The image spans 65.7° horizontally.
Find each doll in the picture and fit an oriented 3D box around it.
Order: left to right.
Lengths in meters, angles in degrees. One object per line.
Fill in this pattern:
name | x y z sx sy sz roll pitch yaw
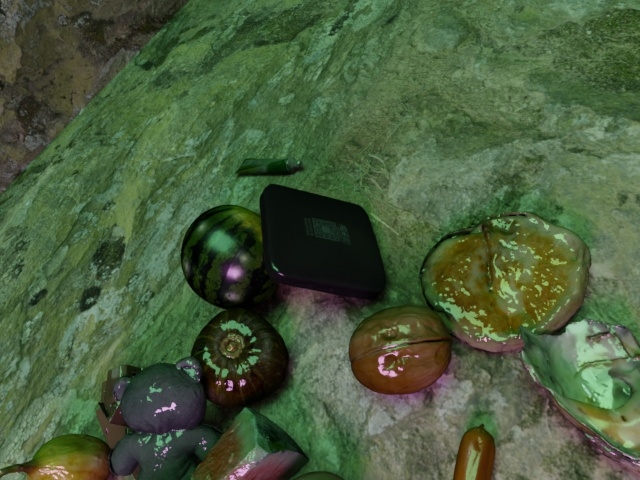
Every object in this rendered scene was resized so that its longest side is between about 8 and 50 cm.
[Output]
doll | -0.303 0.406 1.004 0.246 0.340 0.158 -11 6 7

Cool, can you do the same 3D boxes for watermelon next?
watermelon | -0.164 0.448 0.910 0.140 0.193 0.256 30 72 39
watermelon | -0.210 0.042 1.205 0.269 0.269 0.269 -14 49 17

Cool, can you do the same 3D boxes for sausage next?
sausage | 0.254 0.398 0.834 0.062 0.054 0.183 -17 44 52

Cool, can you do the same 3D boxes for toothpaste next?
toothpaste | -0.163 -0.237 1.559 0.248 0.047 0.078 3 52 31

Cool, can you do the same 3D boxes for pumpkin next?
pumpkin | -0.179 0.267 1.096 0.219 0.162 0.219 3 54 -4

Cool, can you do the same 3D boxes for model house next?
model house | -0.401 0.413 1.086 0.181 0.176 0.248 -21 58 11

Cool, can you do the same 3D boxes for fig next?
fig | -0.565 0.486 1.043 0.159 0.257 0.159 -7 67 16

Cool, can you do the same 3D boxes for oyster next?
oyster | 0.465 0.248 0.814 0.275 0.100 0.271 5 55 22

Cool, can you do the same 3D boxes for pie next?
pie | 0.372 0.071 1.024 0.339 0.077 0.339 -11 49 14

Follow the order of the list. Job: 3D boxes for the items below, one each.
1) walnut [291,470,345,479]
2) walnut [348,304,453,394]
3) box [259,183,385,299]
walnut | -0.015 0.475 0.853 0.162 0.140 0.140 -23 46 -7
walnut | 0.154 0.212 0.962 0.207 0.167 0.167 -18 48 15
box | 0.000 0.000 1.152 0.073 0.289 0.290 -58 31 39
